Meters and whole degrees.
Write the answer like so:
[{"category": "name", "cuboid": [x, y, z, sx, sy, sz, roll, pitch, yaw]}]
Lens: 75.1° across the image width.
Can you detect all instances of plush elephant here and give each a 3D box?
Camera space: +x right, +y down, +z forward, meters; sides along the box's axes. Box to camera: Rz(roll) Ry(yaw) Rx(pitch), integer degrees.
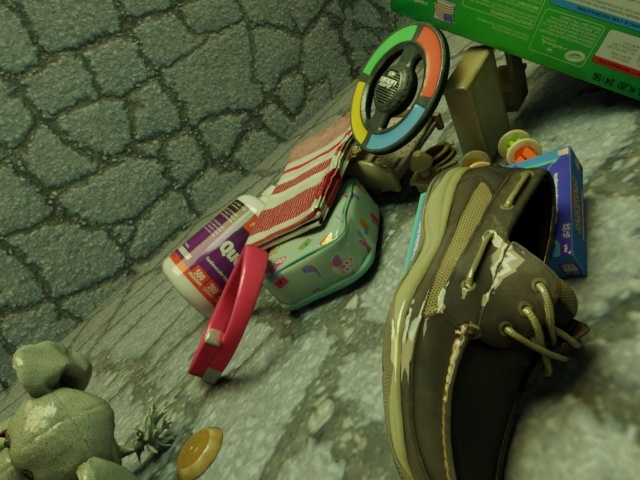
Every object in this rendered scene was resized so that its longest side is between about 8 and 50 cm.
[{"category": "plush elephant", "cuboid": [-0.348, 0.292, 0.525, 0.330, 0.272, 0.255, -33, -29, -32]}]

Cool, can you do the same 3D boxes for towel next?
[{"category": "towel", "cuboid": [-0.035, -0.126, 0.860, 0.237, 0.037, 0.329, -23, 35, 43]}]

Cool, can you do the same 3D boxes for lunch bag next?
[{"category": "lunch bag", "cuboid": [0.000, 0.000, 0.814, 0.224, 0.108, 0.279, -32, 20, 25]}]

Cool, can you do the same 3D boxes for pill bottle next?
[{"category": "pill bottle", "cuboid": [-0.196, 0.018, 0.989, 0.323, 0.181, 0.181, -43, 21, -12]}]

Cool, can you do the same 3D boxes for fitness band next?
[{"category": "fitness band", "cuboid": [-0.168, 0.132, 0.748, 0.291, 0.054, 0.209, -54, 18, 44]}]

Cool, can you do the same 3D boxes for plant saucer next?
[{"category": "plant saucer", "cuboid": [-0.178, 0.304, 0.602, 0.083, 0.015, 0.083, -33, 21, 14]}]

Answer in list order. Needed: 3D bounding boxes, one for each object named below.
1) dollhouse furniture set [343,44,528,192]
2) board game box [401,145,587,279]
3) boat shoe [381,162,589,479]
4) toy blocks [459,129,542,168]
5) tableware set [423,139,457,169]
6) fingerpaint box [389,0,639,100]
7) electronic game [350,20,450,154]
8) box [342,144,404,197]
[{"category": "dollhouse furniture set", "cuboid": [0.175, -0.268, 0.836, 0.355, 0.174, 0.303, 14, 60, 43]}, {"category": "board game box", "cuboid": [0.216, -0.017, 0.536, 0.210, 0.047, 0.160, -17, 44, 44]}, {"category": "boat shoe", "cuboid": [0.151, 0.055, 0.369, 0.130, 0.132, 0.355, -14, 47, 41]}, {"category": "toy blocks", "cuboid": [0.287, -0.107, 0.647, 0.123, 0.054, 0.148, -27, 25, 23]}, {"category": "tableware set", "cuboid": [0.287, -0.209, 0.876, 0.194, 0.039, 0.128, -27, 23, 27]}, {"category": "fingerpaint box", "cuboid": [0.400, -0.453, 0.677, 0.371, 0.445, 0.163, -50, -20, -27]}, {"category": "electronic game", "cuboid": [0.128, -0.261, 0.723, 0.229, 0.048, 0.229, -25, 59, 51]}, {"category": "box", "cuboid": [0.102, -0.175, 0.969, 0.191, 0.045, 0.184, -6, 53, 27]}]
